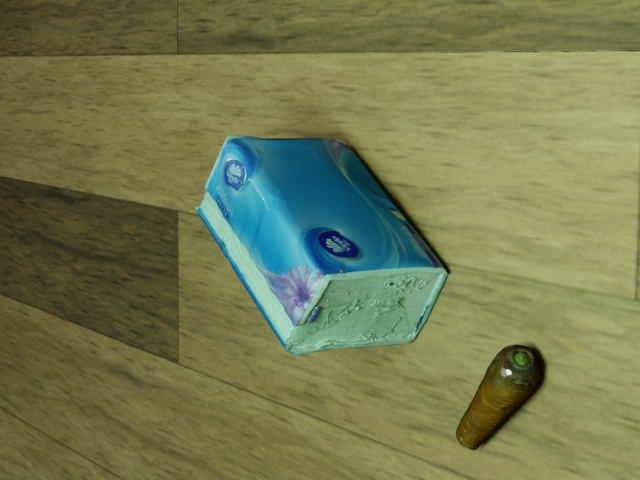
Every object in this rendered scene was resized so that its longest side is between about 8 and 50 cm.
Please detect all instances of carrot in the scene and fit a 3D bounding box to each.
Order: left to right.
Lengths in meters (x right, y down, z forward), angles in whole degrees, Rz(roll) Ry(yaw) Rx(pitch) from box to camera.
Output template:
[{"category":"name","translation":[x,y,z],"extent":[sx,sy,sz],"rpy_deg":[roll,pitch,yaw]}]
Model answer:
[{"category":"carrot","translation":[0.194,0.178,1.544],"extent":[0.055,0.055,0.161],"rpy_deg":[62,142,32]}]

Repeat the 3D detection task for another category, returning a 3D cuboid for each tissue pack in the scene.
[{"category":"tissue pack","translation":[0.000,0.000,1.689],"extent":[0.263,0.198,0.146],"rpy_deg":[56,134,37]}]
